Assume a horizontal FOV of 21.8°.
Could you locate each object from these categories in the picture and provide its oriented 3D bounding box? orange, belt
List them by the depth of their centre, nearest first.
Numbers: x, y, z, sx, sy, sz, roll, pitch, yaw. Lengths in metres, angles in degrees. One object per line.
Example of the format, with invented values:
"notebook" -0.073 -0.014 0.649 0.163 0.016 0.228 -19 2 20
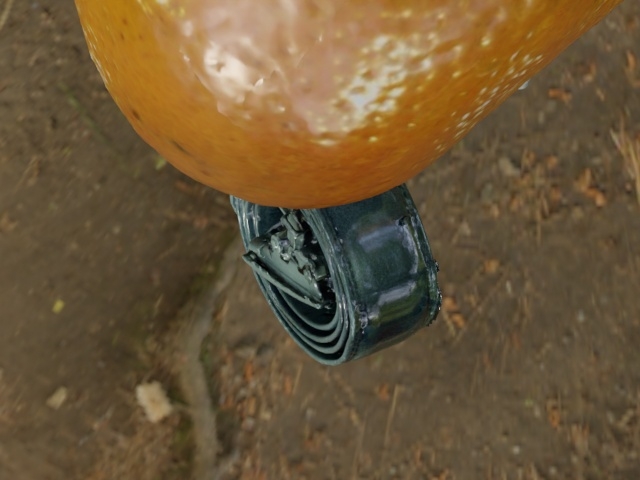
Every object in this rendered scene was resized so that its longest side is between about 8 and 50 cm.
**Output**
"orange" 0.024 -0.220 1.063 0.424 0.424 0.326 -39 88 19
"belt" 0.000 0.000 1.457 0.116 0.267 0.206 -21 104 -19

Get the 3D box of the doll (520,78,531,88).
"doll" 0.227 -0.273 1.626 0.085 0.183 0.217 15 143 8
